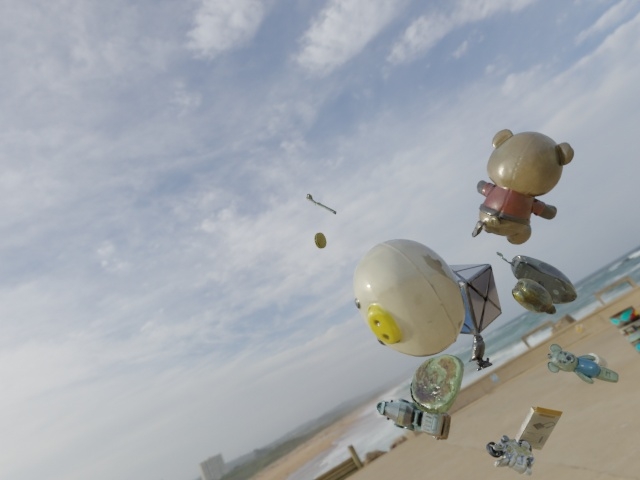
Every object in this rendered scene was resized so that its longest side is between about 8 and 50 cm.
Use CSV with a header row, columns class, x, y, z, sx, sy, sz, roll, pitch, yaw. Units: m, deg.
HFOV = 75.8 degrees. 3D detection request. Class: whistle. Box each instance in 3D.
class,x,y,z,sx,sy,sz,roll,pitch,yaw
whistle,0.959,0.462,1.506,0.077,0.236,0.114,80,-149,-55

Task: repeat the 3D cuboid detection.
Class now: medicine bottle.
class,x,y,z,sx,sy,sz,roll,pitch,yaw
medicine bottle,1.205,0.530,1.793,0.089,0.057,0.057,26,-53,-29

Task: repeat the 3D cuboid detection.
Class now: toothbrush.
class,x,y,z,sx,sy,sz,roll,pitch,yaw
toothbrush,-0.001,-0.161,1.842,0.026,0.294,0.028,-9,-64,-24

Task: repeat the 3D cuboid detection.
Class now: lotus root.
class,x,y,z,sx,sy,sz,roll,pitch,yaw
lotus root,0.873,0.236,1.670,0.113,0.192,0.088,-54,0,5

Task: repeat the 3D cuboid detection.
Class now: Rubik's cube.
class,x,y,z,sx,sy,sz,roll,pitch,yaw
Rubik's cube,0.636,0.260,1.863,0.255,0.259,0.260,-22,12,-39

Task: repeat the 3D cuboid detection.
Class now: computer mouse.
class,x,y,z,sx,sy,sz,roll,pitch,yaw
computer mouse,0.980,0.144,1.867,0.090,0.379,0.167,-34,-36,-26

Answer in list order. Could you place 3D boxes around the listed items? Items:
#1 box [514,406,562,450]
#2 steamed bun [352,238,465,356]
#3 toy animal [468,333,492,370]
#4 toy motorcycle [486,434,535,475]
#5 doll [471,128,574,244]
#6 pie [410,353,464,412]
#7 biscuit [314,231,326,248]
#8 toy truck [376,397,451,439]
class,x,y,z,sx,sy,sz,roll,pitch,yaw
box,0.989,0.849,1.871,0.129,0.033,0.247,12,-67,-2
steamed bun,0.267,0.173,1.262,0.334,0.373,0.334,-30,6,3
toy animal,0.884,0.623,2.321,0.121,0.210,0.117,6,-22,-44
toy motorcycle,0.788,0.879,1.668,0.229,0.151,0.074,7,-56,-21
doll,0.557,-0.149,1.186,0.174,0.235,0.329,-8,-62,-44
pie,0.432,0.525,1.515,0.240,0.240,0.054,-40,-69,19
biscuit,0.000,0.000,2.049,0.023,0.083,0.084,-15,-11,35
toy truck,0.352,0.674,1.569,0.257,0.108,0.140,3,-23,36
